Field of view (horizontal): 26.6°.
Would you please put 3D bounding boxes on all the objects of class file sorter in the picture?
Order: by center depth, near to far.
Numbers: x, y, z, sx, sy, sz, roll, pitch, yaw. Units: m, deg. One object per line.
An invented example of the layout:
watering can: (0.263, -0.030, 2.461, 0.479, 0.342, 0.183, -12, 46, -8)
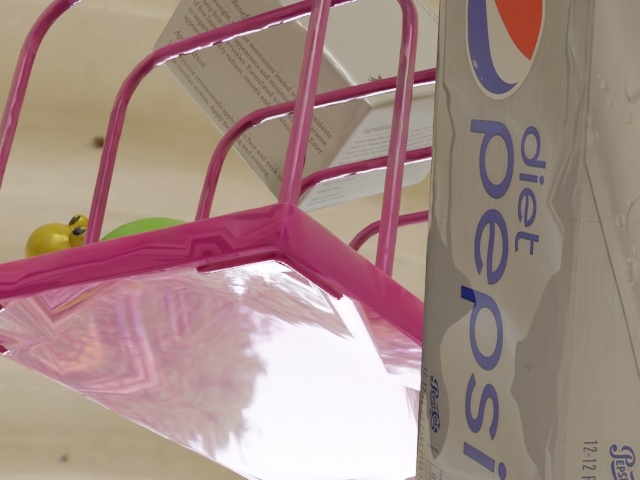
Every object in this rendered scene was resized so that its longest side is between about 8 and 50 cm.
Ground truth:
file sorter: (0.000, 0.000, 0.677, 0.202, 0.182, 0.290, -11, -32, 35)

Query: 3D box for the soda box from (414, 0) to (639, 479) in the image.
soda box: (0.089, -0.010, 0.382, 0.091, 0.098, 0.286, 0, -84, -19)

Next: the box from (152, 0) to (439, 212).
box: (0.006, -0.133, 1.028, 0.181, 0.182, 0.119, 51, -54, 18)

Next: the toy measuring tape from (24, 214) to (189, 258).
toy measuring tape: (-0.070, 0.075, 0.993, 0.330, 0.121, 0.121, 37, -48, -27)
